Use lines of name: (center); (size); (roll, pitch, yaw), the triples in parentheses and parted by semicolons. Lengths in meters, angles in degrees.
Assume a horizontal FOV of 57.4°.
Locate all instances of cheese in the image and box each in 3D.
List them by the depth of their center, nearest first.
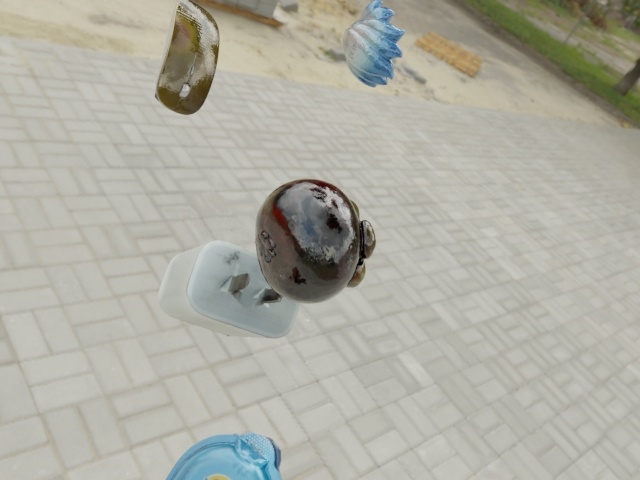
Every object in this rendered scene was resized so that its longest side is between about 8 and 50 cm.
cheese: (-0.122, 0.274, 0.496); (0.106, 0.256, 0.037); (33, -12, 19)

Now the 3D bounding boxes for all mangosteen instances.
mangosteen: (0.000, 0.000, 0.614); (0.140, 0.140, 0.140); (20, 33, -14)

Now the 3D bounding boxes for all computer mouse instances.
computer mouse: (-0.283, -0.393, 1.254); (0.056, 0.244, 0.126); (6, -9, 41)

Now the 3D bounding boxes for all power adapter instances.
power adapter: (-0.139, 0.085, 0.952); (0.187, 0.255, 0.124); (23, 73, -25)

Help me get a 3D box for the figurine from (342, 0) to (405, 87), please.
figurine: (0.075, -0.257, 0.796); (0.079, 0.114, 0.114); (-10, 49, -41)
